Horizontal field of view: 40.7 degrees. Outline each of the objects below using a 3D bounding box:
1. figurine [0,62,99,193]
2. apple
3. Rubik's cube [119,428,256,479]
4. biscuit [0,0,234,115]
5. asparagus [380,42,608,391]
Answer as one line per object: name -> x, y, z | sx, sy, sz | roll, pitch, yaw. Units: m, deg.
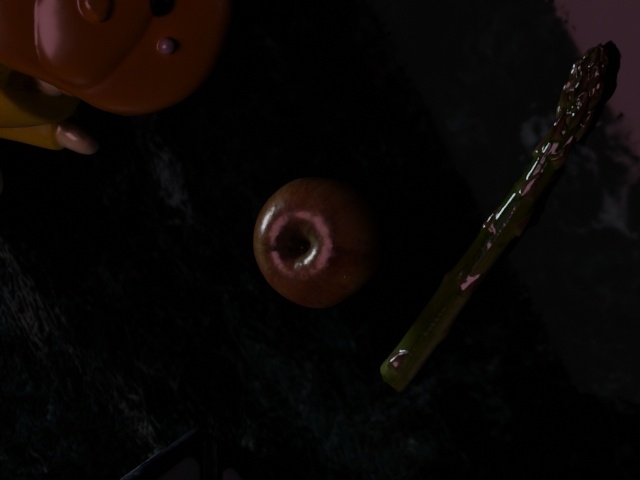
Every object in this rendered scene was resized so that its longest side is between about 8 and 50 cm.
figurine -> -0.300, -0.114, 0.654 | 0.343, 0.187, 0.215 | -23, 103, 32
apple -> 0.000, 0.000, 0.534 | 0.084, 0.071, 0.084 | 7, 105, 27
Rubik's cube -> -0.149, 0.375, 0.621 | 0.310, 0.307, 0.305 | 52, 125, 10
biscuit -> -0.128, -0.164, 0.524 | 0.050, 0.170, 0.170 | -137, 42, -68
asparagus -> 0.096, 0.000, 0.494 | 0.024, 0.025, 0.248 | -104, 34, -50
